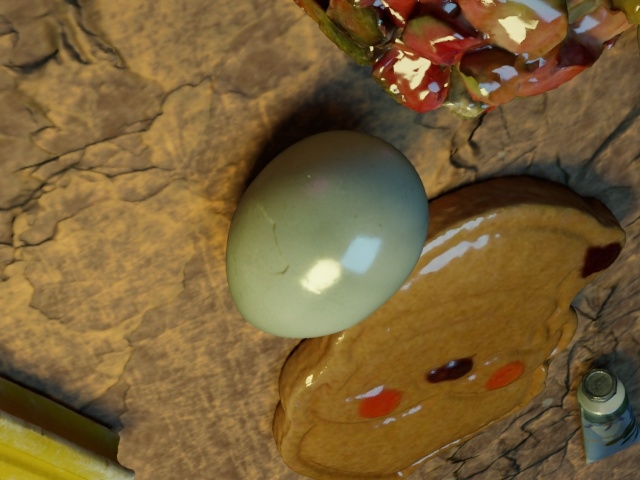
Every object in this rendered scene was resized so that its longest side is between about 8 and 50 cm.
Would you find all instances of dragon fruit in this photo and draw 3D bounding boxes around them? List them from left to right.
[{"bbox_3d":[0.122,-0.212,0.869,0.314,0.263,0.296,19,121,-46],"label":"dragon fruit"}]

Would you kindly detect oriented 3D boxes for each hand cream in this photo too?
[{"bbox_3d":[0.373,0.232,1.757,0.091,0.058,0.271,-27,149,1],"label":"hand cream"}]

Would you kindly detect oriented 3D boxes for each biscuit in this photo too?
[{"bbox_3d":[0.124,0.115,1.438,0.349,0.078,0.455,-5,138,-24],"label":"biscuit"}]

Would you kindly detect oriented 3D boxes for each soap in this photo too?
[{"bbox_3d":[-0.293,0.205,1.244,0.140,0.073,0.232,-36,144,11],"label":"soap"}]

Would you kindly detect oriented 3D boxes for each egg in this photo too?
[{"bbox_3d":[0.000,0.000,1.135,0.151,0.151,0.209,9,136,-41],"label":"egg"}]

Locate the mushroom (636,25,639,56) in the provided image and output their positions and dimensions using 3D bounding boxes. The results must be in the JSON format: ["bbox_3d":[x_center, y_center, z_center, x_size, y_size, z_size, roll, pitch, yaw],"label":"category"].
[{"bbox_3d":[0.471,-0.243,1.143,0.397,0.314,0.224,-9,121,27],"label":"mushroom"}]
